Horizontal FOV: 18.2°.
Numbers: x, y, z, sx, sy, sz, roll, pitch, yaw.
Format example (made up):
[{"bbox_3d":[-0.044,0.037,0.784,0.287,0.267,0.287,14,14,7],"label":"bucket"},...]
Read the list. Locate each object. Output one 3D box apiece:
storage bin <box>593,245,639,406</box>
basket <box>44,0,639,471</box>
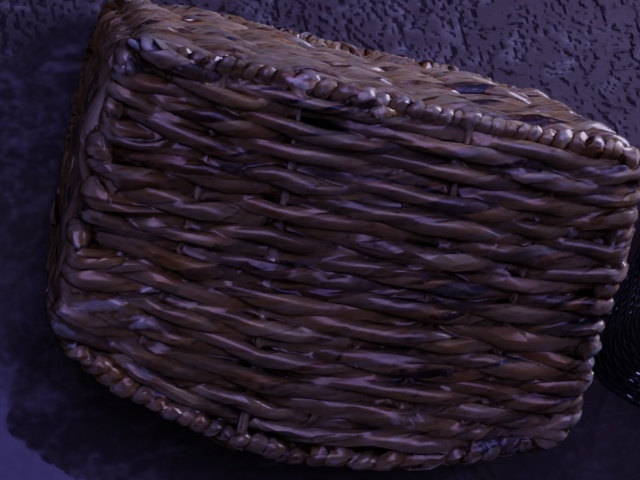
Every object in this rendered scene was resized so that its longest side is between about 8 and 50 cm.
[{"bbox_3d":[0.255,0.024,1.184,0.122,0.084,0.180,30,66,-3],"label":"storage bin"},{"bbox_3d":[0.000,0.000,1.120,0.299,0.223,0.213,11,101,-11],"label":"basket"}]
